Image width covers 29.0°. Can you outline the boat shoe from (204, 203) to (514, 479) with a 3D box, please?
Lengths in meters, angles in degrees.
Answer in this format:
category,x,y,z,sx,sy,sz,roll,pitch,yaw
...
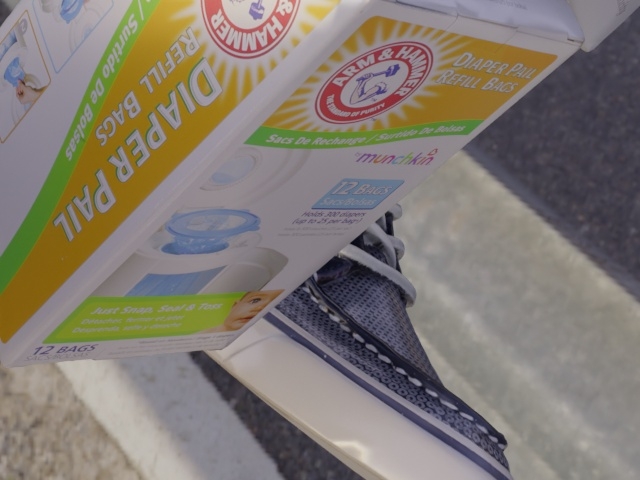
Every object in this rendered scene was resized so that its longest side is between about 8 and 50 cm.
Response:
category,x,y,z,sx,sy,sz,roll,pitch,yaw
boat shoe,0.000,0.000,0.624,0.158,0.127,0.340,-51,48,-6

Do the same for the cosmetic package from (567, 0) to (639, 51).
category,x,y,z,sx,sy,sz,roll,pitch,yaw
cosmetic package,0.046,-0.296,0.613,0.385,0.156,0.217,49,7,20

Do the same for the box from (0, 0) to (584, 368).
category,x,y,z,sx,sy,sz,roll,pitch,yaw
box,-0.032,-0.052,0.428,0.114,0.203,0.103,1,57,-49
